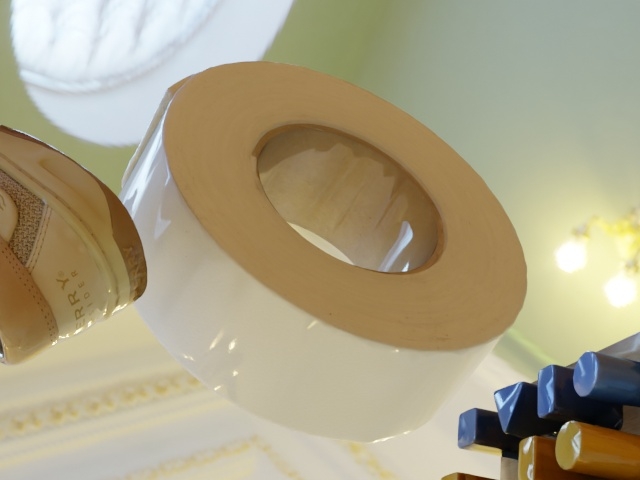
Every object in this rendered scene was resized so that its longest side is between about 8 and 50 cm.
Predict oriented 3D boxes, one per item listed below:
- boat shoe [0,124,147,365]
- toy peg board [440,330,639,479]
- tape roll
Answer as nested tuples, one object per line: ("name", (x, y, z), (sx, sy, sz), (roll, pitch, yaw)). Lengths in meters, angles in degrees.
("boat shoe", (-0.257, -0.033, 0.800), (0.341, 0.121, 0.110), (25, -132, 34))
("toy peg board", (0.100, 0.122, 0.586), (0.079, 0.161, 0.160), (14, -116, -20))
("tape roll", (0.000, 0.000, 0.924), (0.286, 0.100, 0.286), (20, -142, -17))
